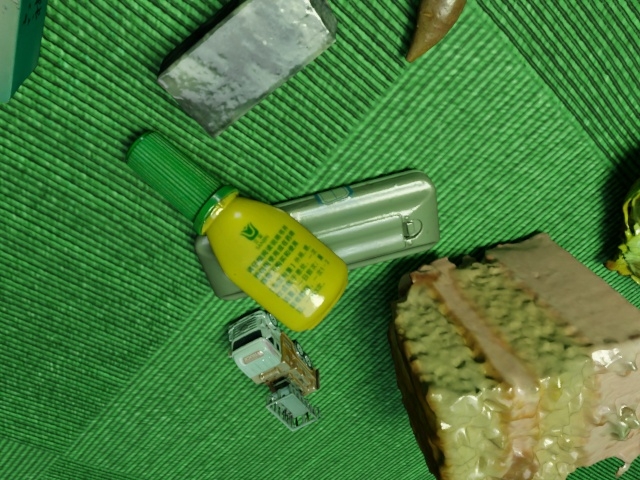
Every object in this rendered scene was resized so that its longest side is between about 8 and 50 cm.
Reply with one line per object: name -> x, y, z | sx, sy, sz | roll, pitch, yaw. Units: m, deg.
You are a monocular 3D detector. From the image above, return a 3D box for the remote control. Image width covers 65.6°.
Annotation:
remote control -> 0.000, 0.000, 0.696 | 0.336, 0.065, 0.127 | -15, 127, 1

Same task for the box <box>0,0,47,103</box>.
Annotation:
box -> -0.320, -0.262, 0.422 | 0.153, 0.092, 0.244 | 18, 129, -21

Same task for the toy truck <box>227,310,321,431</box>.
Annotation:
toy truck -> -0.073, 0.206, 0.794 | 0.080, 0.115, 0.177 | -29, 122, 10

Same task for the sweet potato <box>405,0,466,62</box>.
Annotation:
sweet potato -> 0.152, -0.292, 0.530 | 0.065, 0.051, 0.218 | 11, 122, -21

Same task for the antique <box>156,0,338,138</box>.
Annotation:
antique -> -0.074, -0.207, 0.528 | 0.183, 0.088, 0.086 | -34, 124, 14

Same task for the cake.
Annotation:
cake -> 0.270, 0.187, 0.739 | 0.307, 0.293, 0.314 | -18, 129, -3

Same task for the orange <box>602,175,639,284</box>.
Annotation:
orange -> 0.572, 0.008, 0.683 | 0.196, 0.262, 0.334 | -30, 126, -8

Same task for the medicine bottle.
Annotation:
medicine bottle -> -0.102, -0.017, 0.609 | 0.309, 0.076, 0.111 | 41, 71, -8
